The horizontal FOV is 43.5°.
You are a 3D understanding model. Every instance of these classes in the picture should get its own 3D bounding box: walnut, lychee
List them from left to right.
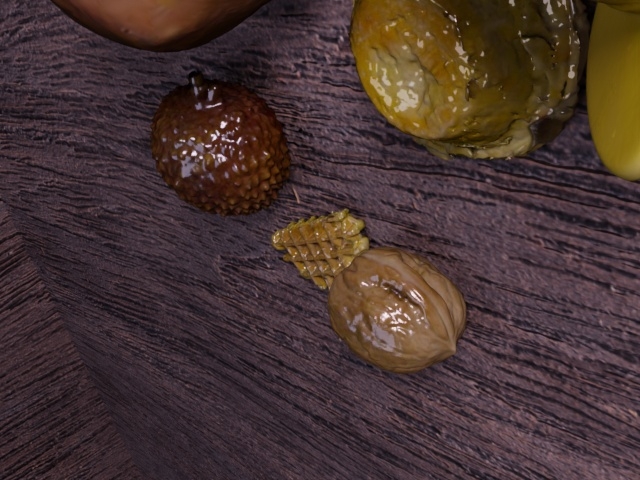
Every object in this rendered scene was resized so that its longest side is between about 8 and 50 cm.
[{"bbox_3d":[-0.142,-0.134,1.123,0.200,0.200,0.238,32,154,33],"label":"lychee"},{"bbox_3d":[0.101,0.092,1.035,0.184,0.155,0.155,35,143,24],"label":"walnut"}]

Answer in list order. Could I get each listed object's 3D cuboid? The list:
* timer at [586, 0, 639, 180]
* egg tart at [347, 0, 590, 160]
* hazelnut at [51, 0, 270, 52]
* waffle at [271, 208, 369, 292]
[{"bbox_3d":[0.194,-0.268,0.427,0.376,0.376,0.387,41,159,22],"label":"timer"},{"bbox_3d":[0.118,-0.191,0.787,0.294,0.116,0.295,33,143,29],"label":"egg tart"},{"bbox_3d":[-0.164,-0.372,0.841,0.372,0.315,0.373,-3,86,44],"label":"hazelnut"},{"bbox_3d":[0.000,0.000,1.190,0.160,0.046,0.192,44,146,17],"label":"waffle"}]
